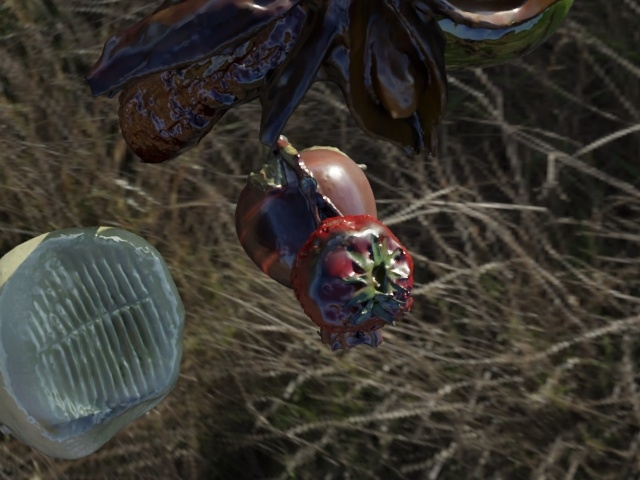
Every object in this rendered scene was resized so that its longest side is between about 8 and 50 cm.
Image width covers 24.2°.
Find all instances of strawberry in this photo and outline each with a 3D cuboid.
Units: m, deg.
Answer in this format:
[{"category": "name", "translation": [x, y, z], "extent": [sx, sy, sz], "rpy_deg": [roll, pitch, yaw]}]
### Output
[{"category": "strawberry", "translation": [0.022, 0.028, 1.188], "extent": [0.106, 0.106, 0.106], "rpy_deg": [-1, 94, -18]}]

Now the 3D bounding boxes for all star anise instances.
[{"category": "star anise", "translation": [0.030, -0.094, 0.554], "extent": [0.212, 0.053, 0.157], "rpy_deg": [-52, 129, -5]}]

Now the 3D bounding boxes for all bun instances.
[{"category": "bun", "translation": [-0.242, 0.100, 1.461], "extent": [0.229, 0.145, 0.229], "rpy_deg": [6, 79, -31]}]

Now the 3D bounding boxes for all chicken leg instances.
[{"category": "chicken leg", "translation": [-0.114, -0.137, 1.310], "extent": [0.158, 0.407, 0.096], "rpy_deg": [-39, 96, -31]}]

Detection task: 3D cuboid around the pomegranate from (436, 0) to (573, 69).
[{"category": "pomegranate", "translation": [0.151, -0.292, 1.366], "extent": [0.242, 0.242, 0.306], "rpy_deg": [40, 122, -16]}]

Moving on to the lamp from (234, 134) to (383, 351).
[{"category": "lamp", "translation": [-0.012, 0.000, 1.590], "extent": [0.151, 0.215, 0.223], "rpy_deg": [-8, 74, -1]}]
